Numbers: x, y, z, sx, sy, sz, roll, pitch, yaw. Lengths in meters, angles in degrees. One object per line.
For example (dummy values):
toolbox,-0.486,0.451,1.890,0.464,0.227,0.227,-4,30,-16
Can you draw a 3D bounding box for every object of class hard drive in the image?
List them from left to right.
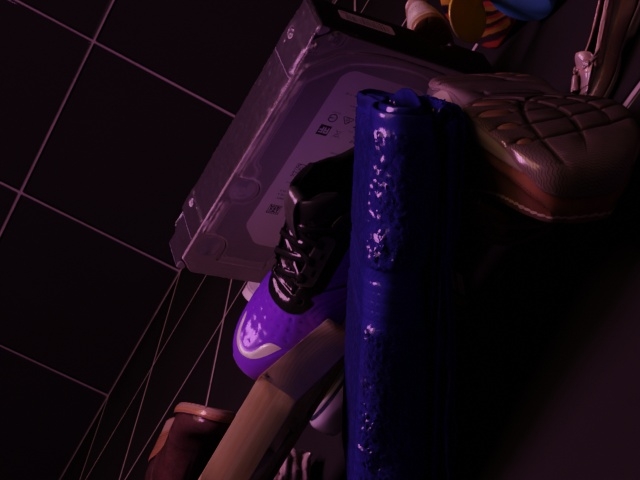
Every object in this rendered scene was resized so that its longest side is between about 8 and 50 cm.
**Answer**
hard drive,0.009,-0.083,1.193,0.339,0.237,0.064,-54,40,33

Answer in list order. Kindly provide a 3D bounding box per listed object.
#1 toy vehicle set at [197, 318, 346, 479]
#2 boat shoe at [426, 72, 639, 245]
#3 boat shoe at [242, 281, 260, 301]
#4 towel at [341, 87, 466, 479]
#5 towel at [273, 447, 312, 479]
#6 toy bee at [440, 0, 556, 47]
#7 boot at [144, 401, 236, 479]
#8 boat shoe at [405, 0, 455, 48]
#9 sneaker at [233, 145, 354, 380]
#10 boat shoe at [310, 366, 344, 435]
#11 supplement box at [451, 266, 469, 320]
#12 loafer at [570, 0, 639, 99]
toy vehicle set,-0.067,0.202,0.965,0.267,0.035,0.166,-60,-11,22
boat shoe,0.154,-0.053,0.834,0.324,0.123,0.116,-97,7,-75
boat shoe,-0.072,0.061,1.665,0.063,0.066,0.184,-61,2,12
towel,0.062,0.041,0.837,0.227,0.076,0.308,-93,6,-78
towel,-0.083,0.348,1.089,0.282,0.049,0.187,-60,11,19
toy bee,0.187,-0.313,1.115,0.298,0.162,0.195,-50,16,47
boot,-0.192,0.343,1.554,0.248,0.090,0.207,143,140,-62
boat shoe,0.126,-0.199,1.209,0.056,0.153,0.048,-25,49,5
sneaker,0.000,-0.001,1.004,0.293,0.146,0.102,-48,53,8
boat shoe,0.038,0.046,1.117,0.302,0.094,0.109,-67,12,-22
supplement box,0.091,0.063,0.976,0.083,0.043,0.055,-56,13,24
loafer,0.223,-0.152,0.892,0.125,0.039,0.045,-65,12,-7
